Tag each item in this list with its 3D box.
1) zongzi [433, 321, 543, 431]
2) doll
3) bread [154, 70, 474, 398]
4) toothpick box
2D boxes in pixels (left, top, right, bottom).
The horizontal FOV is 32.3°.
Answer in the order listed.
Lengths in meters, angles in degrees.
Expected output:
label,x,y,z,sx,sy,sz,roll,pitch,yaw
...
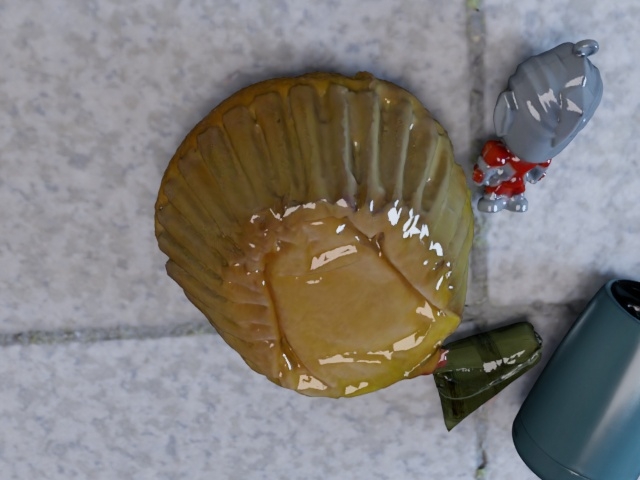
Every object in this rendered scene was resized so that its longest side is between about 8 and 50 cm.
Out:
label,x,y,z,sx,sy,sz,roll,pitch,yaw
zongzi,0.159,0.131,1.024,0.104,0.052,0.113,-14,132,3
doll,0.172,-0.090,0.882,0.094,0.079,0.180,-1,135,-24
bread,0.000,0.000,0.895,0.274,0.149,0.274,-3,122,-5
toothpick box,0.257,0.128,0.977,0.120,0.120,0.184,18,115,-8
